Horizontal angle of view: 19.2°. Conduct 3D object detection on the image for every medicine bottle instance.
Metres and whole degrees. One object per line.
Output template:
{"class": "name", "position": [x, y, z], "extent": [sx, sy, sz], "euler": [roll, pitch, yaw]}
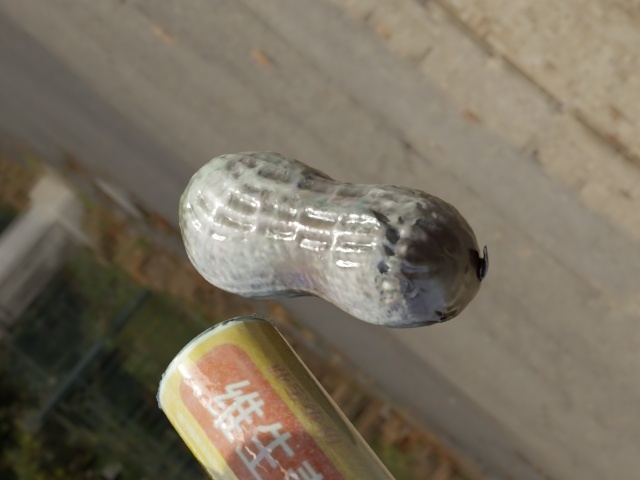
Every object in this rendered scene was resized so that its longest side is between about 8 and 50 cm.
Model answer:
{"class": "medicine bottle", "position": [0.046, 0.219, 1.097], "extent": [0.426, 0.108, 0.108], "euler": [49, 179, 33]}

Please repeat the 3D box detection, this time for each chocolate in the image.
{"class": "chocolate", "position": [0.000, 0.000, 1.305], "extent": [0.248, 0.110, 0.110], "euler": [12, 156, 39]}
